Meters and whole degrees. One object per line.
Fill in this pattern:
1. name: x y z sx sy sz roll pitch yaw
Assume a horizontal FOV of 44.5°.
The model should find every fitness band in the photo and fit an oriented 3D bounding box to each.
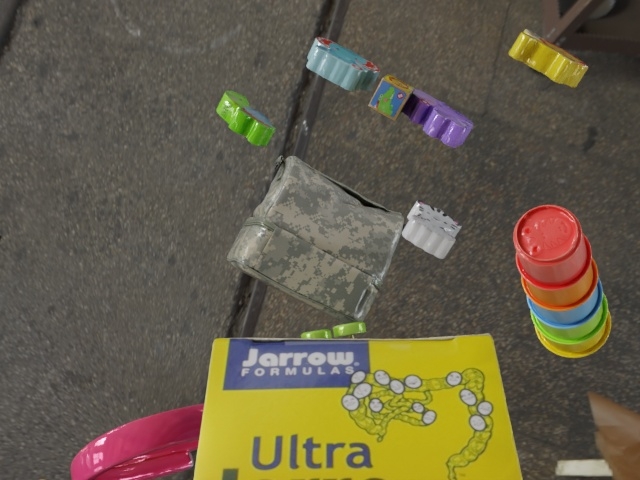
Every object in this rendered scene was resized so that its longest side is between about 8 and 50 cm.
1. fitness band: -0.202 0.281 1.081 0.291 0.209 0.054 -1 63 -46

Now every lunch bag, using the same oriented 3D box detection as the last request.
1. lunch bag: 0.000 0.000 1.576 0.305 0.212 0.256 29 85 -12

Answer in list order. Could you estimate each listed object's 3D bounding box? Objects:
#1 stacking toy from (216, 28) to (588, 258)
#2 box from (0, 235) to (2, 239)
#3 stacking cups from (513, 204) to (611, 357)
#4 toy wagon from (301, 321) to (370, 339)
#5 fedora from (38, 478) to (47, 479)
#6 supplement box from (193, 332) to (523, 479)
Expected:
1. stacking toy: 0.048 -0.109 0.562 0.221 0.167 0.052 31 25 3
2. box: -0.503 0.087 1.048 0.036 0.114 0.207 29 112 4
3. stacking cups: 0.275 0.046 0.869 0.096 0.316 0.096 -8 65 17
4. toy wagon: 0.025 0.291 1.402 0.068 0.344 0.267 -4 81 -30
5. fedora: -0.321 0.387 1.142 0.194 0.194 0.079 38 59 1
6. supplement box: 0.026 0.257 0.567 0.194 0.356 0.195 -2 40 1
